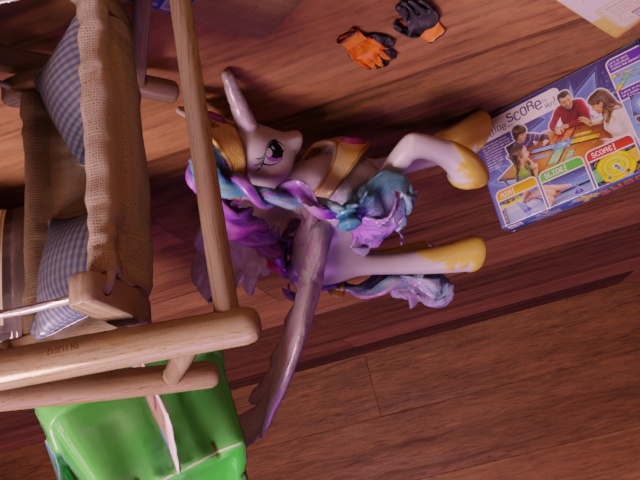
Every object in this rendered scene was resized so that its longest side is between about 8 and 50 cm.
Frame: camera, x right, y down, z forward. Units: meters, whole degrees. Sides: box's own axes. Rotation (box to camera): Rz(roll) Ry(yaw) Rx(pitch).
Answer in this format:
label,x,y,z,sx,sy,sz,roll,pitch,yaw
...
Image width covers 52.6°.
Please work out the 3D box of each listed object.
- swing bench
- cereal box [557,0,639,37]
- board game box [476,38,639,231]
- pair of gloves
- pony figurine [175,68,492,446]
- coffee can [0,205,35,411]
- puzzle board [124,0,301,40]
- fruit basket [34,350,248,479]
label,x,y,z,sx,sy,sz,roll,pitch,yaw
swing bench,-0.190,-0.031,0.378,0.254,0.254,0.165,-5,160,-20
cereal box,0.224,-0.234,0.440,0.240,0.048,0.173,4,154,-44
board game box,0.277,-0.110,0.717,0.201,0.136,0.035,-24,159,31
pair of gloves,0.063,-0.175,0.557,0.083,0.010,0.074,-25,160,27
pony figurine,0.000,0.000,0.703,0.363,0.303,0.351,0,126,-29
coffee can,-0.410,0.071,0.596,0.275,0.202,0.201,-2,159,-21
puzzle board,-0.064,-0.181,0.439,0.128,0.011,0.096,2,157,-41
fruit basket,-0.202,0.161,0.628,0.165,0.353,0.327,-24,134,-31
